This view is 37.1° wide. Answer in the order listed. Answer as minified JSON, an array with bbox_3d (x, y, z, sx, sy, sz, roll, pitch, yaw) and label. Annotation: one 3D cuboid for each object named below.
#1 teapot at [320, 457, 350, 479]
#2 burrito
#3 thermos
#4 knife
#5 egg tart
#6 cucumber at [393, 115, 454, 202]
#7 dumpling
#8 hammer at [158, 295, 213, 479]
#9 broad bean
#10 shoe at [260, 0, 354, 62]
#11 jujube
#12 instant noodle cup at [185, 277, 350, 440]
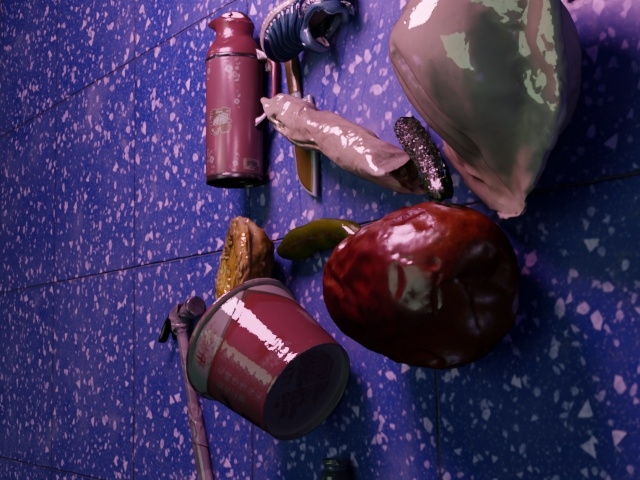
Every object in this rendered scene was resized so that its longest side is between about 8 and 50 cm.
[{"bbox_3d":[0.028,0.392,1.536,0.049,0.063,0.083,-2,82,22],"label":"teapot"},{"bbox_3d":[0.033,-0.155,1.511,0.392,0.117,0.076,34,103,50],"label":"burrito"},{"bbox_3d":[-0.153,-0.270,1.778,0.136,0.110,0.330,-11,78,53],"label":"thermos"},{"bbox_3d":[-0.037,-0.236,1.689,0.061,0.027,0.342,-23,69,46],"label":"knife"},{"bbox_3d":[-0.129,0.077,1.697,0.232,0.099,0.252,131,142,-70],"label":"egg tart"},{"bbox_3d":[0.146,-0.118,1.330,0.256,0.043,0.044,-104,28,-61],"label":"cucumber"},{"bbox_3d":[0.202,-0.181,1.205,0.395,0.233,0.315,166,98,-77],"label":"dumpling"},{"bbox_3d":[-0.252,0.329,1.916,0.152,0.044,0.426,-37,59,47],"label":"hammer"},{"bbox_3d":[-0.001,-0.004,1.602,0.255,0.046,0.065,-9,93,52],"label":"broad bean"},{"bbox_3d":[-0.022,-0.364,1.622,0.207,0.092,0.106,-35,57,40],"label":"shoe"},{"bbox_3d":[0.129,0.061,1.304,0.318,0.223,0.223,-7,81,61],"label":"jujube"},{"bbox_3d":[-0.075,0.202,1.552,0.178,0.235,0.234,33,113,39],"label":"instant noodle cup"}]
